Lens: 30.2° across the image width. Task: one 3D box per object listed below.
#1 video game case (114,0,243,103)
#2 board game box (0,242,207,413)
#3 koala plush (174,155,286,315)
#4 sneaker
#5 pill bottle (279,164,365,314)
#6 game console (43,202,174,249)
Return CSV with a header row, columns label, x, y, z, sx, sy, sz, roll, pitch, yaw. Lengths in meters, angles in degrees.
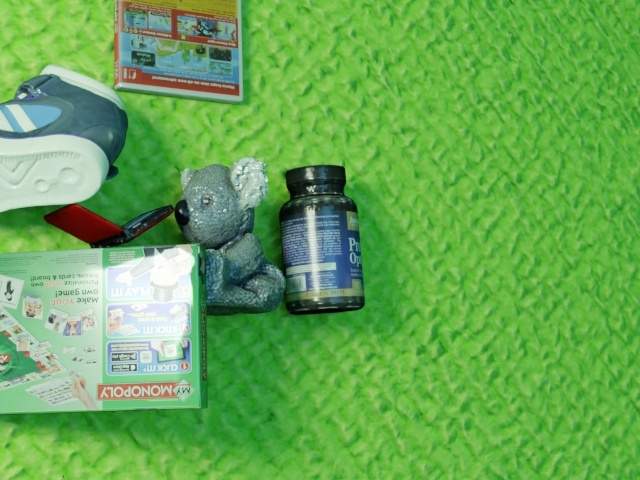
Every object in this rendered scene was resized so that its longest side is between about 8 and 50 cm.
label,x,y,z,sx,sy,sz,roll,pitch,yaw
video game case,-0.215,-0.357,1.802,0.204,0.025,0.285,3,80,-30
board game box,-0.307,0.118,1.552,0.317,0.046,0.214,-2,82,8
koala plush,-0.146,-0.007,1.701,0.203,0.196,0.221,5,79,-41
sneaker,-0.423,-0.148,1.610,0.322,0.130,0.236,0,36,2
pill bottle,0.000,0.000,1.810,0.122,0.123,0.219,0,83,-30
game console,-0.291,-0.036,1.634,0.124,0.144,0.085,-36,102,-28
